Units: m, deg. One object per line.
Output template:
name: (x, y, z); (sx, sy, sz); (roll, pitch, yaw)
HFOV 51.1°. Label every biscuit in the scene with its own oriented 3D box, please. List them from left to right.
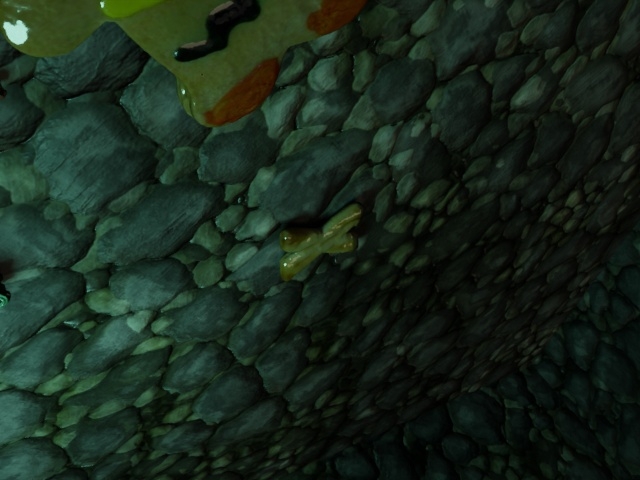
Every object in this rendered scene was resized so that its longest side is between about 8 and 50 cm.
biscuit: (-0.144, -0.291, 0.758); (0.368, 0.076, 0.394); (-40, 144, 16)
biscuit: (0.000, -0.001, 1.502); (0.208, 0.047, 0.164); (-22, 143, -22)

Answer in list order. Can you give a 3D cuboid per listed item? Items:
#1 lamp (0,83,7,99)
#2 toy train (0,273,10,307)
lamp: (-0.447, -0.211, 0.855); (0.063, 0.031, 0.083); (-25, 141, -18)
toy train: (-0.582, 0.081, 1.060); (0.111, 0.071, 0.170); (-33, 149, 11)
